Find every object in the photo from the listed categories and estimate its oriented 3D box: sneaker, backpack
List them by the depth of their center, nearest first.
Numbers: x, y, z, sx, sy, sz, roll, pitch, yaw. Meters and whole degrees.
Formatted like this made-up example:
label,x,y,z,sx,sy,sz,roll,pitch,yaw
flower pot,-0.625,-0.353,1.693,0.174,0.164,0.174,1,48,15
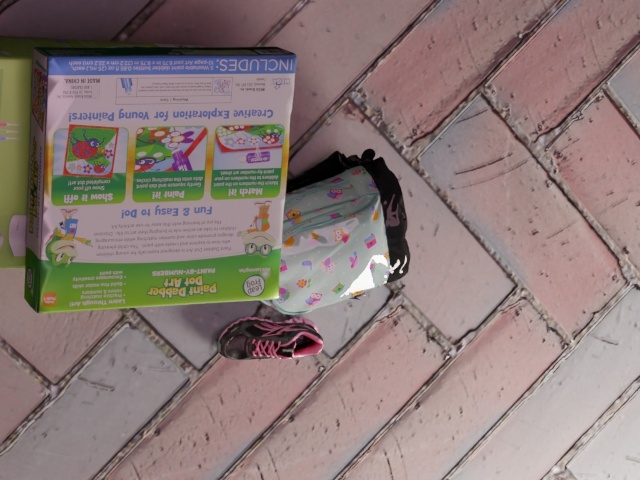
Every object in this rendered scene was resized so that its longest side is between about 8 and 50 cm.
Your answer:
label,x,y,z,sx,sy,sz,roll,pitch,yaw
backpack,0.000,0.000,1.957,0.182,0.115,0.152,-17,116,-16
sneaker,-0.051,0.110,2.003,0.119,0.057,0.047,-6,111,-21

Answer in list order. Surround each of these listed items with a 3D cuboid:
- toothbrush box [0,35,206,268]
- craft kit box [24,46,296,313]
label,x,y,z,sx,sy,sz,roll,pitch,yaw
toothbrush box,-0.233,-0.086,1.818,0.283,0.122,0.206,0,107,-24
craft kit box,-0.151,-0.060,1.765,0.249,0.061,0.247,-2,105,-25
